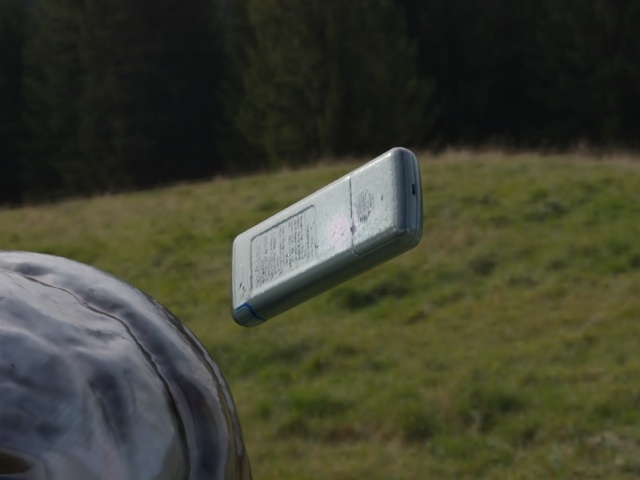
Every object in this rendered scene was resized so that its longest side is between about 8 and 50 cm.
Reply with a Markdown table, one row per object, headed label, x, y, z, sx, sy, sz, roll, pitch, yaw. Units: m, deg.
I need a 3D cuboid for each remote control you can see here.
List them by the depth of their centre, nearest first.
| label | x | y | z | sx | sy | sz | roll | pitch | yaw |
| --- | --- | --- | --- | --- | --- | --- | --- | --- | --- |
| remote control | 0.000 | 0.000 | 0.690 | 0.018 | 0.053 | 0.124 | 24 | -38 | -37 |

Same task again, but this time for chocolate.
| label | x | y | z | sx | sy | sz | roll | pitch | yaw |
| --- | --- | --- | --- | --- | --- | --- | --- | --- | --- |
| chocolate | -0.160 | 0.147 | 0.772 | 0.303 | 0.303 | 0.213 | -11 | -2 | -20 |
